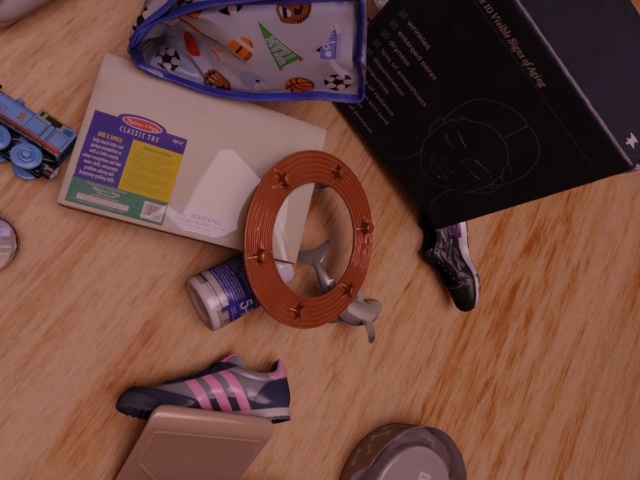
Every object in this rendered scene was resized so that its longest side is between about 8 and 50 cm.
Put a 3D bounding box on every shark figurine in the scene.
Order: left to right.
[{"bbox_3d":[0.030,0.137,0.951,0.278,0.116,0.166,44,33,-29],"label":"shark figurine"}]

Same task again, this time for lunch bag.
[{"bbox_3d":[-0.111,-0.425,0.737,0.386,0.238,0.327,2,61,7],"label":"lunch bag"}]

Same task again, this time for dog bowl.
[{"bbox_3d":[0.192,0.604,1.014,0.349,0.102,0.348,2,87,-31],"label":"dog bowl"}]

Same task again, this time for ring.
[{"bbox_3d":[0.000,0.000,0.803,0.337,0.032,0.336,-3,95,-45],"label":"ring"}]

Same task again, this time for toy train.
[{"bbox_3d":[-0.489,-0.176,0.674,0.184,0.080,0.105,36,62,-21],"label":"toy train"}]

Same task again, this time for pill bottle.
[{"bbox_3d":[-0.151,0.084,0.834,0.187,0.112,0.111,-27,101,-28],"label":"pill bottle"}]

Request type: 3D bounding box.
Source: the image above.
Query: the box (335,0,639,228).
[{"bbox_3d":[0.333,-0.326,0.894,0.297,0.472,0.480,-45,100,-24],"label":"box"}]

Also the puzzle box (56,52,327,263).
[{"bbox_3d":[-0.210,-0.136,0.772,0.409,0.052,0.271,16,81,-16],"label":"puzzle box"}]

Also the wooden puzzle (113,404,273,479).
[{"bbox_3d":[-0.231,0.389,0.766,0.221,0.044,0.238,20,112,-28],"label":"wooden puzzle"}]

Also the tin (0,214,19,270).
[{"bbox_3d":[-0.565,0.009,0.641,0.190,0.040,0.106,-5,86,-30],"label":"tin"}]

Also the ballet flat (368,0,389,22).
[{"bbox_3d":[0.135,-0.633,1.065,0.073,0.067,0.206,-29,102,-29],"label":"ballet flat"}]

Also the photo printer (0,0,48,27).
[{"bbox_3d":[-0.502,-0.501,0.663,0.256,0.107,0.307,48,67,-19],"label":"photo printer"}]

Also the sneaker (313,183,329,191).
[{"bbox_3d":[-0.086,-0.102,0.901,0.282,0.105,0.115,-10,99,-19],"label":"sneaker"}]

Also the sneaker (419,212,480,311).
[{"bbox_3d":[0.326,0.055,1.134,0.124,0.107,0.283,-10,85,-21],"label":"sneaker"}]

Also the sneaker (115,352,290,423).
[{"bbox_3d":[-0.209,0.278,0.813,0.319,0.112,0.131,14,57,-27],"label":"sneaker"}]
